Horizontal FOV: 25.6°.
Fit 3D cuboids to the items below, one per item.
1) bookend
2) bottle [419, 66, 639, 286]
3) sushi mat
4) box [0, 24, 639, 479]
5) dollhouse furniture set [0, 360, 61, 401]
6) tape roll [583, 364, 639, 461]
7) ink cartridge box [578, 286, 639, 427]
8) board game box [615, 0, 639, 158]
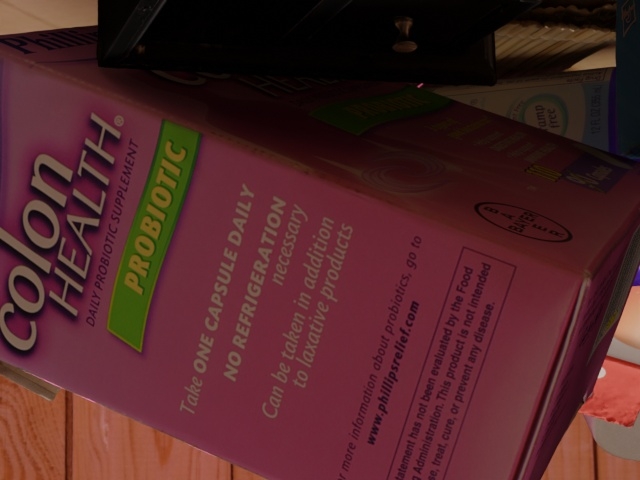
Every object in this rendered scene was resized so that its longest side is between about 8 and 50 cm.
[{"bbox_3d":[0.015,-0.105,0.461,0.157,0.072,0.156,1,173,-18],"label":"bookend"},{"bbox_3d":[0.064,-0.027,0.782,0.283,0.118,0.092,-3,173,22],"label":"bottle"},{"bbox_3d":[0.051,-0.090,0.821,0.151,0.019,0.316,2,172,-13],"label":"sushi mat"},{"bbox_3d":[0.000,0.000,0.584,0.243,0.117,0.213,21,-162,16],"label":"box"},{"bbox_3d":[-0.298,-0.061,0.946,0.355,0.174,0.303,33,175,-19],"label":"dollhouse furniture set"},{"bbox_3d":[0.408,0.074,1.251,0.392,0.072,0.392,-15,149,-9],"label":"tape roll"},{"bbox_3d":[0.209,0.075,1.096,0.145,0.179,0.045,16,-147,-2],"label":"ink cartridge box"},{"bbox_3d":[0.308,-0.096,0.525,0.308,0.086,0.302,0,174,-9],"label":"board game box"}]
